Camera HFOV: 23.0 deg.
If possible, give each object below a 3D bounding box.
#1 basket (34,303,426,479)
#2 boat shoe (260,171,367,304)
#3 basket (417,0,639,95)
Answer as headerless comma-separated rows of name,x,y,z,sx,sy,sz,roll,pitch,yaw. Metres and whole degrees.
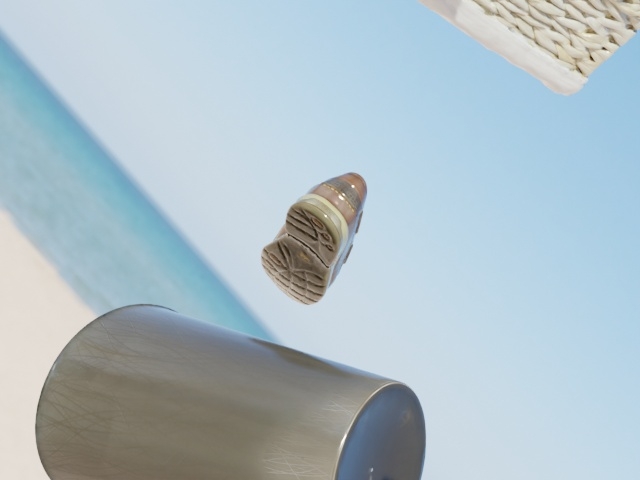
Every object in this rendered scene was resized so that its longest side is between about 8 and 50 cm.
basket,-0.053,0.141,1.130,0.226,0.154,0.204,10,5,33
boat shoe,0.000,0.000,1.266,0.064,0.060,0.178,42,-26,5
basket,0.240,-0.410,1.774,0.331,0.266,0.328,28,42,-25
